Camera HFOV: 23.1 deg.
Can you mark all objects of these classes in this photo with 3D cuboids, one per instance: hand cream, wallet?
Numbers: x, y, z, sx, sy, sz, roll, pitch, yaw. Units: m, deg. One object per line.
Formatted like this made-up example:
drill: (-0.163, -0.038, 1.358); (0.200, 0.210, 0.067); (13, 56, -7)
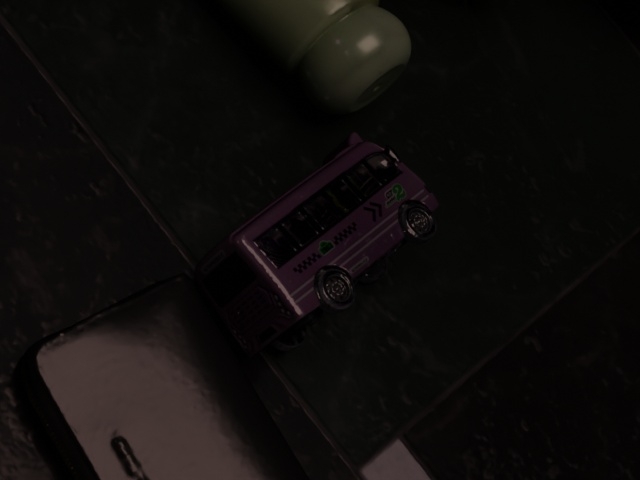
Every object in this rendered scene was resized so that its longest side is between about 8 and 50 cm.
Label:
hand cream: (-0.051, -0.233, 1.219); (0.147, 0.093, 0.306); (-38, 80, -12)
wallet: (-0.087, 0.151, 1.037); (0.149, 0.044, 0.250); (-25, 79, -30)

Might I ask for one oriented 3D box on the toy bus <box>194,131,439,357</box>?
toy bus: (0.000, 0.000, 1.117); (0.098, 0.087, 0.178); (51, 49, 2)
